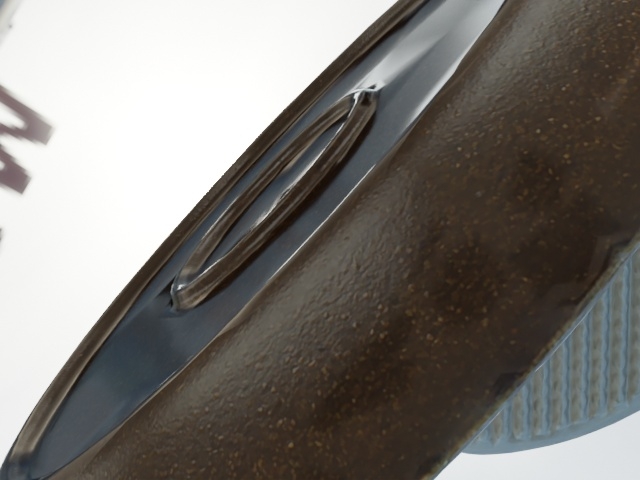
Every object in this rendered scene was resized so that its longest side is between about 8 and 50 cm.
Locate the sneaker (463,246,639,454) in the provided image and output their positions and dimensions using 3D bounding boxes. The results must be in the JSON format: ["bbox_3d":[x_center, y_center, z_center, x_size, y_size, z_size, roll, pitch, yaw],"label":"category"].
[{"bbox_3d":[0.188,-0.010,0.876,0.366,0.135,0.150,-34,-170,-6],"label":"sneaker"}]

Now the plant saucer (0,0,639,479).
[{"bbox_3d":[0.000,0.000,0.450,0.310,0.050,0.310,-46,-170,10],"label":"plant saucer"}]
